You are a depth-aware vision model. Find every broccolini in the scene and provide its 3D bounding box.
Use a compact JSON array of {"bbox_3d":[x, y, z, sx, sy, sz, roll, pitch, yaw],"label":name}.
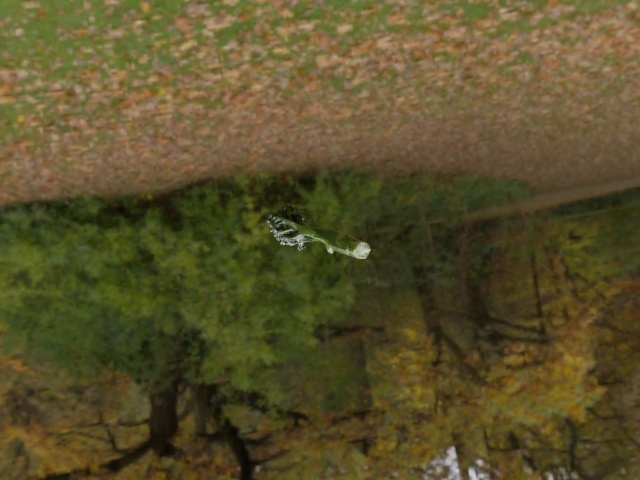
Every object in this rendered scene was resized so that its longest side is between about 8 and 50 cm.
[{"bbox_3d":[-0.002,0.001,1.126,0.067,0.058,0.216,20,-176,-34],"label":"broccolini"}]
